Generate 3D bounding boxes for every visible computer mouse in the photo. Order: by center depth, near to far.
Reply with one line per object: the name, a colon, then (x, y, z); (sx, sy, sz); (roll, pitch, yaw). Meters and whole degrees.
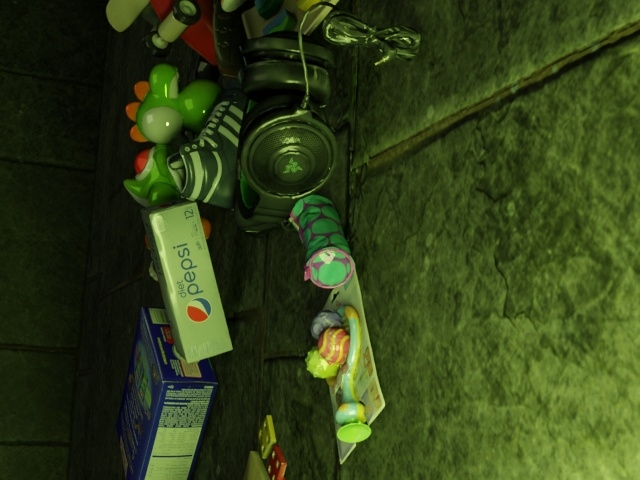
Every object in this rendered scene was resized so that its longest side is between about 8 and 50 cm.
computer mouse: (-0.093, -0.099, 1.575); (0.262, 0.060, 0.184); (177, 99, -67)

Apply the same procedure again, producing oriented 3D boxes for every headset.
headset: (-0.017, -0.175, 1.282); (0.394, 0.185, 0.243); (126, 147, -59)

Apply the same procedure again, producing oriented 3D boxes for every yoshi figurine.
yoshi figurine: (-0.254, -0.165, 1.858); (0.203, 0.203, 0.362); (18, 114, 50)

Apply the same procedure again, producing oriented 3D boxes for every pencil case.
pencil case: (0.000, 0.000, 1.292); (0.151, 0.070, 0.064); (-109, 16, -56)

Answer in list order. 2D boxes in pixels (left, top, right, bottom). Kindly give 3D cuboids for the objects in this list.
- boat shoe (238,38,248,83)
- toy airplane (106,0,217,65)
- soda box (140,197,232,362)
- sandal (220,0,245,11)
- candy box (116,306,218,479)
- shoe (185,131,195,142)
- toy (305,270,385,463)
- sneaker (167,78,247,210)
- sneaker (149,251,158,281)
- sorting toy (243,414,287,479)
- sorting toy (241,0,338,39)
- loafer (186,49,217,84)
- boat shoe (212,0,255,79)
boat shoe: (-0.080, -0.263, 1.524); (0.089, 0.109, 0.258); (-61, 26, 20)
toy airplane: (-0.300, -0.582, 1.949); (0.386, 0.272, 0.384); (22, 121, 34)
soda box: (-0.246, 0.071, 1.733); (0.098, 0.091, 0.286); (-159, 54, -68)
sandal: (-0.091, -0.461, 1.492); (0.265, 0.076, 0.102); (-52, 8, -37)
candy box: (-0.322, 0.338, 1.931); (0.268, 0.122, 0.317); (-122, 44, -55)
shoe: (-0.285, -0.189, 2.079); (0.178, 0.063, 0.081); (-100, 25, -47)
toy: (0.017, 0.153, 1.236); (0.237, 0.056, 0.137); (-104, 31, -42)
sneaker: (-0.194, -0.198, 1.727); (0.099, 0.153, 0.282); (150, 124, -63)
sneaker: (-0.303, 0.014, 2.012); (0.118, 0.107, 0.279); (-64, 30, 19)
sorting toy: (-0.080, 0.399, 1.415); (0.132, 0.046, 0.274); (-131, 51, -61)
sorting toy: (-0.041, -0.372, 1.450); (0.208, 0.038, 0.193); (-42, 40, 24)
loafer: (-0.250, -0.367, 2.043); (0.061, 0.062, 0.170); (-29, 58, 58)
boat shoe: (-0.137, -0.428, 1.724); (0.120, 0.123, 0.324); (128, 151, -61)
